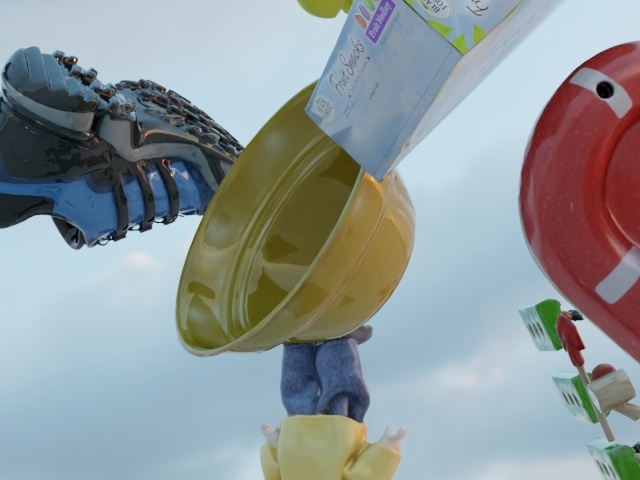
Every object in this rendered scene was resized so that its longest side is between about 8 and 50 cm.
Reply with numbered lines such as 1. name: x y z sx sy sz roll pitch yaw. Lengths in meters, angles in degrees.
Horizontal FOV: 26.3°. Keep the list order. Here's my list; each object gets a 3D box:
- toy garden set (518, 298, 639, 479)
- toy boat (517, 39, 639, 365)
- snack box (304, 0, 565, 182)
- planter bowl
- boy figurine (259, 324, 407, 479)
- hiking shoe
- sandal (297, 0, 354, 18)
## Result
1. toy garden set: 0.253 0.153 1.138 0.049 0.244 0.204 -26 -4 -2
2. toy boat: 0.209 -0.007 0.672 0.151 0.231 0.151 -47 -7 -17
3. snack box: 0.096 -0.146 0.751 0.207 0.070 0.174 -45 -5 -22
4. planter bowl: 0.000 0.000 0.921 0.090 0.217 0.217 32 -46 -24
5. boy figurine: 0.015 0.228 1.438 0.177 0.285 0.092 -11 -12 31
6. hiking shoe: -0.156 -0.054 1.075 0.304 0.113 0.132 18 -69 -53
7. sandal: 0.081 -0.285 1.264 0.317 0.138 0.126 -3 -47 -40
